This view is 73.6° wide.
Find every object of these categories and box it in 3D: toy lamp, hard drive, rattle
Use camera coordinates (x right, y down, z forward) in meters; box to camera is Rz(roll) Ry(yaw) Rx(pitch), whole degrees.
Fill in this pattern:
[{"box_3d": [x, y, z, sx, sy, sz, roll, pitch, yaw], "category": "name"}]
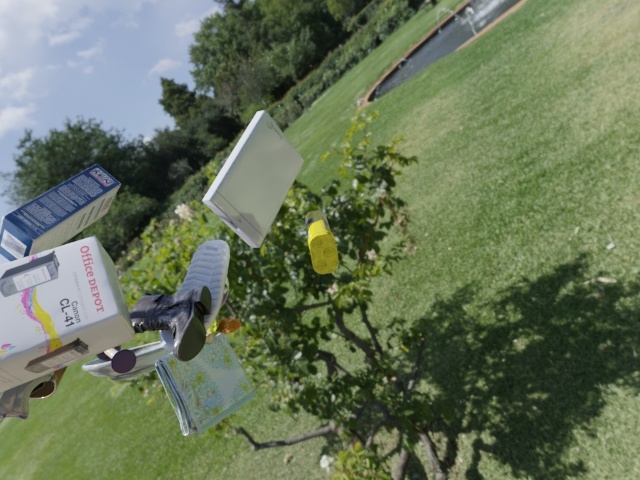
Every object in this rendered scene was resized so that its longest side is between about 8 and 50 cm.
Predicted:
[{"box_3d": [-0.654, 0.357, 1.354, 0.274, 0.080, 0.080, -2, 41, 51], "category": "toy lamp"}, {"box_3d": [-0.190, -0.188, 1.314, 0.047, 0.233, 0.353, 1, 56, 38], "category": "hard drive"}, {"box_3d": [-0.399, 0.274, 1.496, 0.142, 0.200, 0.130, -3, 42, 31], "category": "rattle"}]

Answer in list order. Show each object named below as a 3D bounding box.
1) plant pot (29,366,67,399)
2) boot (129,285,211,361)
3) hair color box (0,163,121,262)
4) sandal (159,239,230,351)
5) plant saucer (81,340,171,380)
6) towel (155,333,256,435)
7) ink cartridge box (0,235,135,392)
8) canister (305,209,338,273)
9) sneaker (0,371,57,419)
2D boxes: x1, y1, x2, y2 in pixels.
[{"box_3d": [-0.946, 0.361, 1.456, 0.237, 0.237, 0.254, -34, 24, 24], "category": "plant pot"}, {"box_3d": [-0.426, 0.230, 1.160, 0.228, 0.091, 0.263, -10, 35, 8], "category": "boot"}, {"box_3d": [-0.792, -0.080, 1.311, 0.174, 0.105, 0.347, -42, 11, 37], "category": "hair color box"}, {"box_3d": [-0.359, 0.171, 1.341, 0.169, 0.102, 0.416, -3, 47, 17], "category": "sandal"}, {"box_3d": [-0.817, 0.535, 1.881, 0.400, 0.101, 0.400, -14, -3, -1], "category": "plant saucer"}, {"box_3d": [-0.452, 0.563, 1.722, 0.090, 0.321, 0.374, -33, -12, 28], "category": "towel"}, {"box_3d": [-0.583, 0.151, 0.892, 0.306, 0.226, 0.131, -22, -28, -19], "category": "ink cartridge box"}, {"box_3d": [0.000, 0.000, 1.233, 0.073, 0.126, 0.170, -11, 28, -2], "category": "canister"}, {"box_3d": [-0.708, 0.312, 1.070, 0.105, 0.115, 0.281, -39, 26, 42], "category": "sneaker"}]
